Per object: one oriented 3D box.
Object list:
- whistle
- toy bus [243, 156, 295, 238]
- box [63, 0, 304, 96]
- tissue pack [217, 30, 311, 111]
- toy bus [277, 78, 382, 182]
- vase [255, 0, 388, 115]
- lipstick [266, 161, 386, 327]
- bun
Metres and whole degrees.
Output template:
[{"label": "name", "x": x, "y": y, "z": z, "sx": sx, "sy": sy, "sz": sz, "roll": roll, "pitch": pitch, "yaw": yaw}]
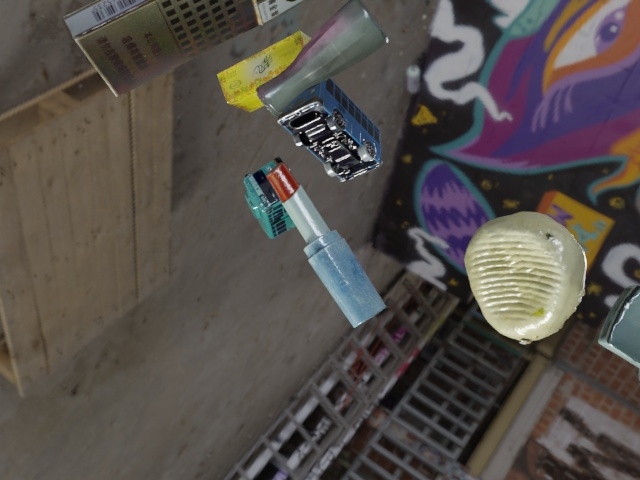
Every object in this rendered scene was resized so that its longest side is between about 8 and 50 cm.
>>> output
[{"label": "whistle", "x": 0.513, "y": 0.178, "z": 1.114, "sx": 0.163, "sy": 0.290, "sz": 0.163, "roll": -56, "pitch": -176, "yaw": 6}, {"label": "toy bus", "x": -0.079, "y": -0.070, "z": 1.321, "sx": 0.092, "sy": 0.079, "sz": 0.160, "roll": -29, "pitch": 164, "yaw": -8}, {"label": "box", "x": -0.174, "y": -0.325, "z": 1.071, "sx": 0.325, "sy": 0.047, "sz": 0.180, "roll": -28, "pitch": 166, "yaw": -4}, {"label": "tissue pack", "x": -0.083, "y": -0.299, "z": 1.379, "sx": 0.176, "sy": 0.062, "sz": 0.095, "roll": -24, "pitch": 171, "yaw": 19}, {"label": "toy bus", "x": 0.022, "y": -0.240, "z": 1.605, "sx": 0.234, "sy": 0.116, "sz": 0.133, "roll": 39, "pitch": 42, "yaw": -41}, {"label": "vase", "x": -0.003, "y": -0.279, "z": 1.198, "sx": 0.214, "sy": 0.086, "sz": 0.086, "roll": -36, "pitch": 167, "yaw": 14}, {"label": "lipstick", "x": 0.000, "y": 0.000, "z": 1.150, "sx": 0.061, "sy": 0.274, "sz": 0.068, "roll": -37, "pitch": 172, "yaw": 29}, {"label": "bun", "x": 0.397, "y": 0.062, "z": 1.474, "sx": 0.160, "sy": 0.259, "sz": 0.259, "roll": -19, "pitch": 139, "yaw": -43}]
